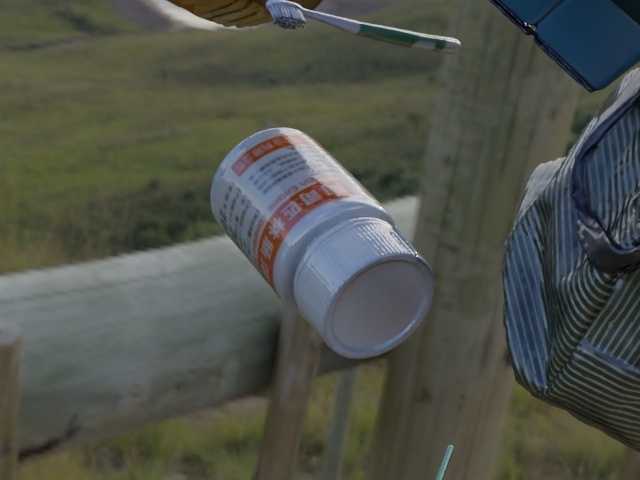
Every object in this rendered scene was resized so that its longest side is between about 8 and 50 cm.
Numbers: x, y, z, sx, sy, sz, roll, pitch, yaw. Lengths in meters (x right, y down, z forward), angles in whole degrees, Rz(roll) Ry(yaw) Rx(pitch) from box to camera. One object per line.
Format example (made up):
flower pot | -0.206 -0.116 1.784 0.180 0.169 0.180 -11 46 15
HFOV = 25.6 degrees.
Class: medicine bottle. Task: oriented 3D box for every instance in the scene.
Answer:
medicine bottle | 0.000 0.000 1.423 0.144 0.144 0.252 -4 36 -35

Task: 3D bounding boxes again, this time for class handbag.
handbag | 0.322 0.009 1.347 0.247 0.240 0.341 29 46 -12

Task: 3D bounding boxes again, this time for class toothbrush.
toothbrush | 0.047 -0.199 1.331 0.257 0.018 0.024 2 55 -45

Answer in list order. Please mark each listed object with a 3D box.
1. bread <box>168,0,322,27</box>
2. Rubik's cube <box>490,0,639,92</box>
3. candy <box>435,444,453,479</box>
bread | -0.121 -0.351 1.503 0.288 0.204 0.156 20 -7 -27
Rubik's cube | 0.277 -0.364 1.273 0.387 0.368 0.358 42 0 -5
candy | 0.137 0.335 1.776 0.062 0.058 0.194 23 51 7
